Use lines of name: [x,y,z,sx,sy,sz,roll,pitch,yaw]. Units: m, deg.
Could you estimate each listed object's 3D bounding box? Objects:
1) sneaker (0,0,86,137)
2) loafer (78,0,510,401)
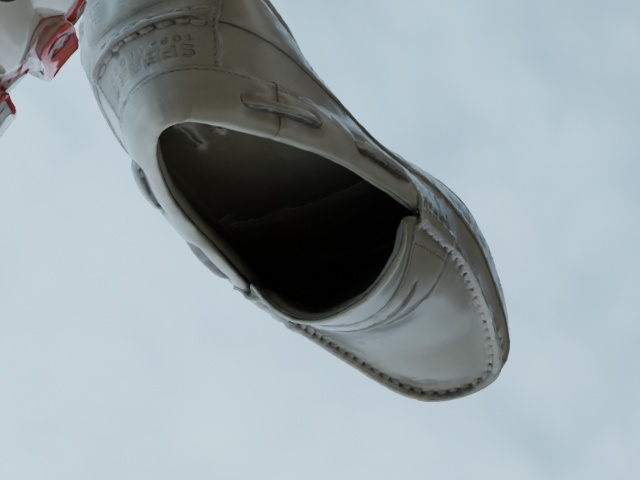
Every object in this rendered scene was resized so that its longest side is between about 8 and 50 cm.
sneaker: [-0.121,-0.002,0.457,0.090,0.270,0.145,31,-128,34]
loafer: [0.000,0.000,0.786,0.319,0.112,0.111,43,-155,-44]
